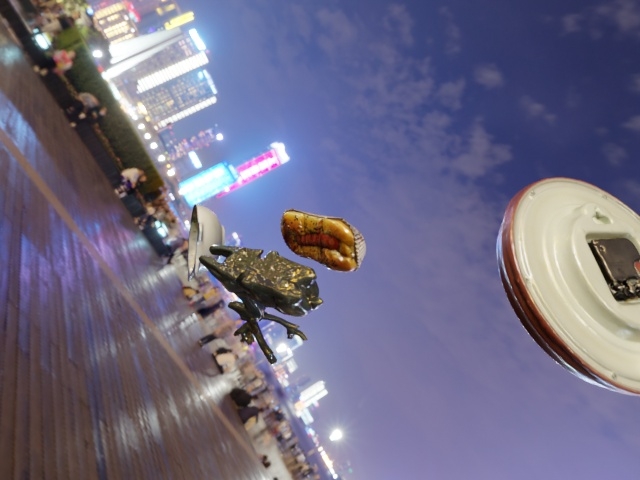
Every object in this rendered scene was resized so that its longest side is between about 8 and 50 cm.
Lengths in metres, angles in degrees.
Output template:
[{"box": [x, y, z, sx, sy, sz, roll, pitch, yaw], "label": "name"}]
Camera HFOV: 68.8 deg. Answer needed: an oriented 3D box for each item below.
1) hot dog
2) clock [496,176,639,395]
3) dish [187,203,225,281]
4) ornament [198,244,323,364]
[{"box": [0.000, 0.000, 0.840, 0.191, 0.059, 0.108, 16, -55, 43], "label": "hot dog"}, {"box": [0.385, 0.047, 0.630, 0.318, 0.319, 0.080, 57, -31, 13], "label": "clock"}, {"box": [-0.318, 0.014, 1.313, 0.236, 0.086, 0.227, -147, -116, -67], "label": "dish"}, {"box": [-0.066, 0.115, 0.719, 0.202, 0.080, 0.236, 16, -41, 28], "label": "ornament"}]
